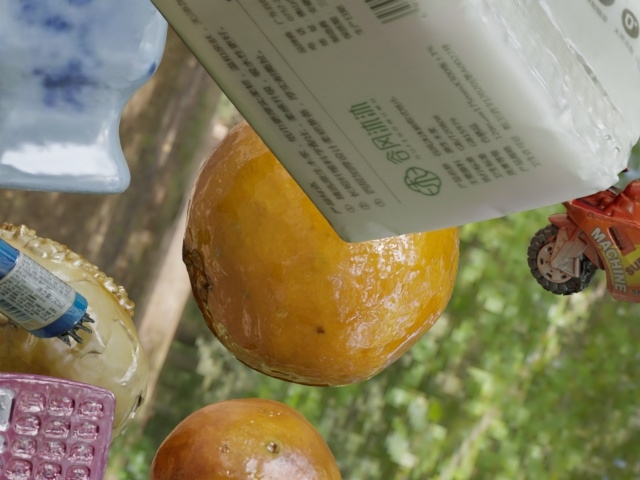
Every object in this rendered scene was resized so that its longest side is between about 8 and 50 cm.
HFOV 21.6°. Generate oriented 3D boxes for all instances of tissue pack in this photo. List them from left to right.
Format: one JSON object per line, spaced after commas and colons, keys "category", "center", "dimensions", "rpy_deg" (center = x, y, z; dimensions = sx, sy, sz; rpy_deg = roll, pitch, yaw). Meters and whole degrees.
{"category": "tissue pack", "center": [0.041, -0.189, 1.165], "dimensions": [0.266, 0.356, 0.194], "rpy_deg": [-11, -140, 39]}

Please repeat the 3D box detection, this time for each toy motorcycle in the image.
{"category": "toy motorcycle", "center": [0.362, -0.004, 1.800], "dimensions": [0.089, 0.298, 0.171], "rpy_deg": [-13, 107, -62]}

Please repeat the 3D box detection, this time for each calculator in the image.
{"category": "calculator", "center": [-0.233, 0.200, 1.322], "dimensions": [0.034, 0.126, 0.191], "rpy_deg": [6, -95, 59]}

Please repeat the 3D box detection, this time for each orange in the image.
{"category": "orange", "center": [-0.100, 0.354, 2.358], "dimensions": [0.226, 0.283, 0.284], "rpy_deg": [122, -10, -47]}
{"category": "orange", "center": [0.000, 0.000, 1.786], "dimensions": [0.312, 0.312, 0.312], "rpy_deg": [-160, -90, -87]}

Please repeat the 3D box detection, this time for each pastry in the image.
{"category": "pastry", "center": [-0.440, 0.148, 2.418], "dimensions": [0.410, 0.409, 0.245], "rpy_deg": [113, -1, -46]}

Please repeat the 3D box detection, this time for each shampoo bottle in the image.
{"category": "shampoo bottle", "center": [-0.330, 0.060, 1.890], "dimensions": [0.087, 0.183, 0.050], "rpy_deg": [-24, -136, 30]}

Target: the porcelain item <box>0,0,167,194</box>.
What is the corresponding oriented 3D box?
{"category": "porcelain item", "center": [-0.261, -0.254, 1.624], "dimensions": [0.178, 0.242, 0.405], "rpy_deg": [-163, -103, -64]}
